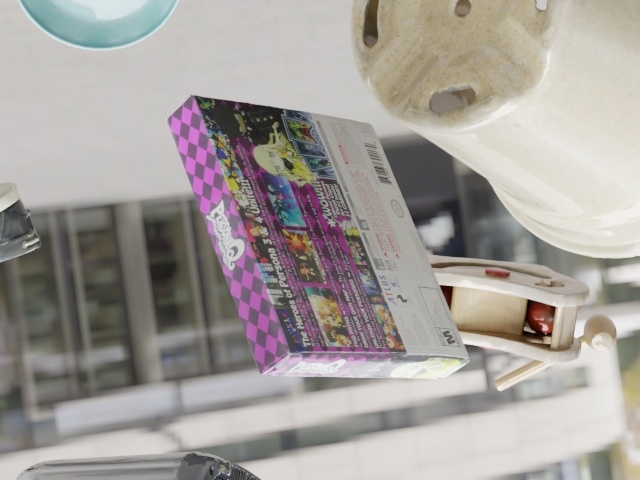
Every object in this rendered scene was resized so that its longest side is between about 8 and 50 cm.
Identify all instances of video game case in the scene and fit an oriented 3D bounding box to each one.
[{"bbox_3d":[0.000,0.000,1.536,0.210,0.232,0.042,5,145,-47],"label":"video game case"}]

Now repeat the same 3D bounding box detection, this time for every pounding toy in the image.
[{"bbox_3d":[0.203,0.108,2.132,0.270,0.154,0.154,5,-168,-7],"label":"pounding toy"}]

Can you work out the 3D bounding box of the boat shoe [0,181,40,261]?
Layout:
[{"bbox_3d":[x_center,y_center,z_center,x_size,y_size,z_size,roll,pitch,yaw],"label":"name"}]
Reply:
[{"bbox_3d":[-0.386,0.030,1.923,0.233,0.079,0.084,-31,-153,-18],"label":"boat shoe"}]

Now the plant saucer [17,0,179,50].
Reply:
[{"bbox_3d":[-0.152,-0.188,1.338,0.119,0.119,0.021,-8,-149,2],"label":"plant saucer"}]

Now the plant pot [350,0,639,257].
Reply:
[{"bbox_3d":[0.201,-0.171,1.736,0.334,0.333,0.305,-8,166,36],"label":"plant pot"}]

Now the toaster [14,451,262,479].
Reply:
[{"bbox_3d":[-0.114,0.212,1.302,0.146,0.129,0.227,-3,160,22],"label":"toaster"}]
